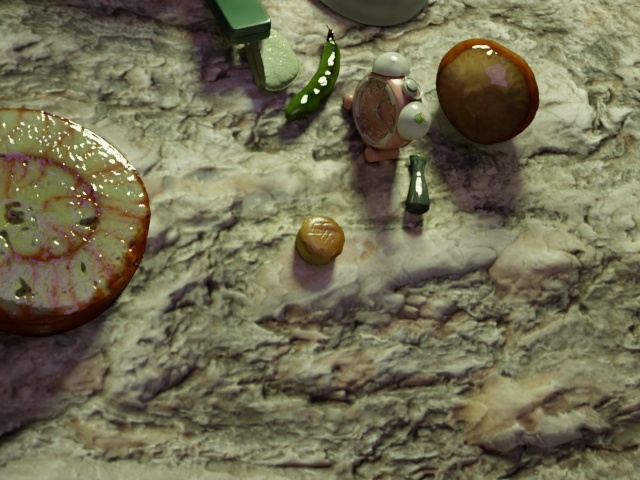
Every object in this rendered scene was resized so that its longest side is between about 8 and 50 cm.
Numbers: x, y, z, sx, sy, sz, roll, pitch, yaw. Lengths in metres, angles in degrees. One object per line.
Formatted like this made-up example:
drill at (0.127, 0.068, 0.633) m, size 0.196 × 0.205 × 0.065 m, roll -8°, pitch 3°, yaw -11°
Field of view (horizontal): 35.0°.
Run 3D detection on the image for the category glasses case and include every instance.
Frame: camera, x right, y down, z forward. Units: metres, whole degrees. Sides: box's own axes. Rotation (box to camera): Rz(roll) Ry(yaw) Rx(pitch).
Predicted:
glasses case at (-0.156, -0.424, 1.799) m, size 0.078 × 0.039 × 0.184 m, roll -17°, pitch 57°, yaw -20°

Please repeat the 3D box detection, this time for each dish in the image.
dish at (0.098, -0.574, 1.976) m, size 0.317 × 0.106 × 0.316 m, roll 9°, pitch 64°, yaw -20°

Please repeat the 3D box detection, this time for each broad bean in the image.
broad bean at (-0.006, -0.292, 1.844) m, size 0.069 × 0.039 × 0.226 m, roll 34°, pitch 56°, yaw -22°

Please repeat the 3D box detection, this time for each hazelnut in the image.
hazelnut at (0.316, -0.284, 1.909) m, size 0.214 × 0.176 × 0.214 m, roll 38°, pitch 33°, yaw -30°

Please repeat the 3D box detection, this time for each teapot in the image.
teapot at (0.177, -0.104, 1.842) m, size 0.043 × 0.043 × 0.110 m, roll 13°, pitch 61°, yaw -18°

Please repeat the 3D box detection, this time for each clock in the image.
clock at (0.129, -0.237, 1.809) m, size 0.093 × 0.162 × 0.165 m, roll -12°, pitch 74°, yaw -31°

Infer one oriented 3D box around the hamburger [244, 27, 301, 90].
hamburger at (-0.081, -0.321, 1.818) m, size 0.084 × 0.054 × 0.121 m, roll -6°, pitch 73°, yaw -31°

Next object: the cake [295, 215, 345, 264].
cake at (0.000, 0.000, 1.715) m, size 0.084 × 0.044 × 0.084 m, roll 10°, pitch 63°, yaw -19°

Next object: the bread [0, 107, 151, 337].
bread at (-0.407, -0.019, 1.502) m, size 0.295 × 0.114 × 0.327 m, roll 23°, pitch 60°, yaw -15°
